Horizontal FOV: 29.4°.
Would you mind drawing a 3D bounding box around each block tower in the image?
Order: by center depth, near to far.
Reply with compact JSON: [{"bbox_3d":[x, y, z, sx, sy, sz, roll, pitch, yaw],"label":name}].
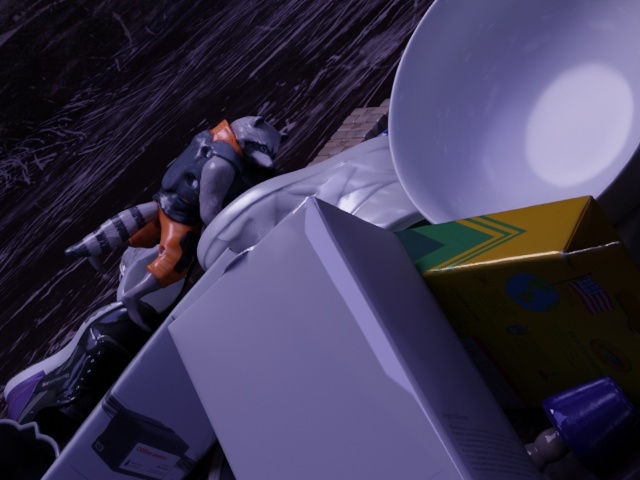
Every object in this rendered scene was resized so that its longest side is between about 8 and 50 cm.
[{"bbox_3d":[0.013,-0.058,1.755,0.335,0.091,0.097,-50,28,-22],"label":"block tower"}]

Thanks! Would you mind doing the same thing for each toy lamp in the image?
[{"bbox_3d":[0.164,0.220,1.104,0.275,0.080,0.080,-39,25,8],"label":"toy lamp"}]

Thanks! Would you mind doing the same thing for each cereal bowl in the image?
[{"bbox_3d":[0.241,-0.140,1.280,0.339,0.141,0.339,-18,63,39],"label":"cereal bowl"}]

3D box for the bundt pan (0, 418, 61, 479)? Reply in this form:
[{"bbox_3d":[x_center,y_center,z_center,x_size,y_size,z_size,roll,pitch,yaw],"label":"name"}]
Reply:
[{"bbox_3d":[-0.414,0.391,1.506,0.331,0.124,0.331,-21,42,20],"label":"bundt pan"}]

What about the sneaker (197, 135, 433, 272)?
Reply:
[{"bbox_3d":[0.000,0.000,1.446,0.292,0.108,0.169,-29,47,3],"label":"sneaker"}]

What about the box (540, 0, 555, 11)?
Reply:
[{"bbox_3d":[0.397,-0.303,1.354,0.345,0.215,0.168,-40,4,41],"label":"box"}]

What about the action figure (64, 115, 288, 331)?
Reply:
[{"bbox_3d":[-0.170,-0.038,1.666,0.330,0.178,0.341,-47,26,-1],"label":"action figure"}]

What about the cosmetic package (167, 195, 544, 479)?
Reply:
[{"bbox_3d":[0.040,0.168,1.036,0.197,0.155,0.365,-41,56,21],"label":"cosmetic package"}]

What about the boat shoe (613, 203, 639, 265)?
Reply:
[{"bbox_3d":[0.376,-0.081,1.280,0.302,0.109,0.094,-50,25,-15],"label":"boat shoe"}]

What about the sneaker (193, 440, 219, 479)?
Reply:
[{"bbox_3d":[-0.116,0.296,1.373,0.077,0.072,0.178,1,51,40],"label":"sneaker"}]

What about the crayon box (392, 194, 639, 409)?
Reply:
[{"bbox_3d":[0.203,0.068,1.156,0.318,0.202,0.081,-10,38,45],"label":"crayon box"}]

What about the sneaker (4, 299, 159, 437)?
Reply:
[{"bbox_3d":[-0.345,0.210,1.824,0.283,0.107,0.124,-38,39,11],"label":"sneaker"}]

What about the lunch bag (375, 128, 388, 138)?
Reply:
[{"bbox_3d":[0.192,-0.131,1.610,0.303,0.115,0.243,-31,24,16],"label":"lunch bag"}]

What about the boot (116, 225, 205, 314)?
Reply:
[{"bbox_3d":[-0.285,0.058,1.991,0.123,0.095,0.258,-29,18,36],"label":"boot"}]

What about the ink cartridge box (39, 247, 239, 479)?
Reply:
[{"bbox_3d":[-0.172,0.184,1.398,0.307,0.129,0.223,-50,2,23],"label":"ink cartridge box"}]

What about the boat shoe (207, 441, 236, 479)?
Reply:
[{"bbox_3d":[-0.037,0.219,1.354,0.092,0.103,0.285,-26,22,37],"label":"boat shoe"}]
